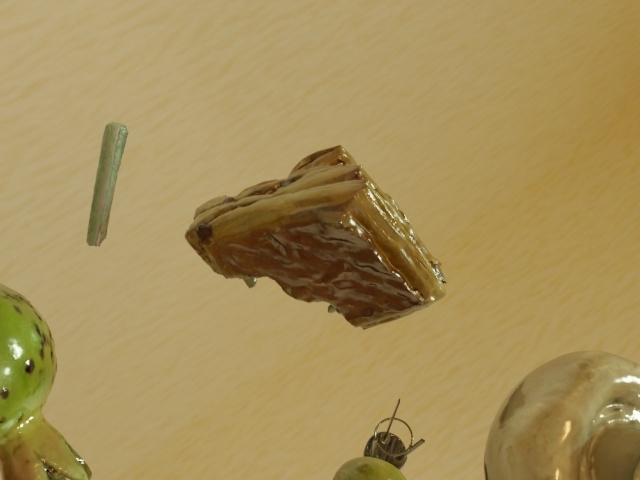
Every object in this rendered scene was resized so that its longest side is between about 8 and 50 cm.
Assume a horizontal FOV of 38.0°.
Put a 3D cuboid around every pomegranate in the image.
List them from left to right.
[{"bbox_3d":[-0.393,0.180,1.076,0.286,0.230,0.231,60,-12,-15],"label":"pomegranate"}]

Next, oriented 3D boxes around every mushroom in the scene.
[{"bbox_3d":[0.366,0.283,1.142,0.298,0.297,0.290,58,-30,-10],"label":"mushroom"}]

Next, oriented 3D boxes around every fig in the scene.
[{"bbox_3d":[0.081,0.423,1.533,0.121,0.136,0.153,47,-13,51],"label":"fig"}]

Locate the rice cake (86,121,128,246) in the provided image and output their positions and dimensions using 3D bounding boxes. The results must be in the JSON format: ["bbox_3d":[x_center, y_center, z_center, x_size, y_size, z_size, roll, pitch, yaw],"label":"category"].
[{"bbox_3d":[-0.343,-0.087,1.482,0.033,0.208,0.033,18,13,20],"label":"rice cake"}]

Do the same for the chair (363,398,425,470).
[{"bbox_3d":[0.147,0.417,1.940,0.222,0.104,0.095,100,-5,-57],"label":"chair"}]

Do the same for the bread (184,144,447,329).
[{"bbox_3d":[0.000,0.000,1.559,0.369,0.192,0.314,-14,-46,34],"label":"bread"}]
